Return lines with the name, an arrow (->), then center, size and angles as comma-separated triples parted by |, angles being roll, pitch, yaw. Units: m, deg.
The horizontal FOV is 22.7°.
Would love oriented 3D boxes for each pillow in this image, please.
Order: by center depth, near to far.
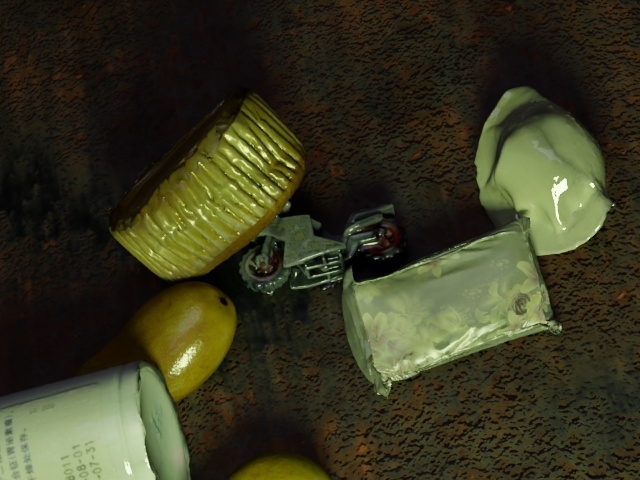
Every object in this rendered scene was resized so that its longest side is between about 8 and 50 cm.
pillow -> 0.154, 0.082, 1.917 | 0.255, 0.059, 0.169 | -19, 68, 3

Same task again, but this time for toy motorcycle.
toy motorcycle -> 0.000, 0.000, 2.021 | 0.215, 0.080, 0.122 | -13, 55, 2

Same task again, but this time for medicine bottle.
medicine bottle -> -0.334, 0.269, 1.859 | 0.332, 0.190, 0.190 | -15, 52, 7

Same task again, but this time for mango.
mango -> -0.072, 0.316, 1.803 | 0.195, 0.098, 0.137 | -23, 54, 11
mango -> -0.202, 0.139, 1.972 | 0.227, 0.099, 0.136 | -33, 56, 3

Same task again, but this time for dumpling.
dumpling -> 0.264, -0.082, 1.972 | 0.166, 0.126, 0.216 | -41, 81, 22

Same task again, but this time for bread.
bread -> -0.141, -0.064, 2.011 | 0.253, 0.142, 0.227 | -42, 20, 22
